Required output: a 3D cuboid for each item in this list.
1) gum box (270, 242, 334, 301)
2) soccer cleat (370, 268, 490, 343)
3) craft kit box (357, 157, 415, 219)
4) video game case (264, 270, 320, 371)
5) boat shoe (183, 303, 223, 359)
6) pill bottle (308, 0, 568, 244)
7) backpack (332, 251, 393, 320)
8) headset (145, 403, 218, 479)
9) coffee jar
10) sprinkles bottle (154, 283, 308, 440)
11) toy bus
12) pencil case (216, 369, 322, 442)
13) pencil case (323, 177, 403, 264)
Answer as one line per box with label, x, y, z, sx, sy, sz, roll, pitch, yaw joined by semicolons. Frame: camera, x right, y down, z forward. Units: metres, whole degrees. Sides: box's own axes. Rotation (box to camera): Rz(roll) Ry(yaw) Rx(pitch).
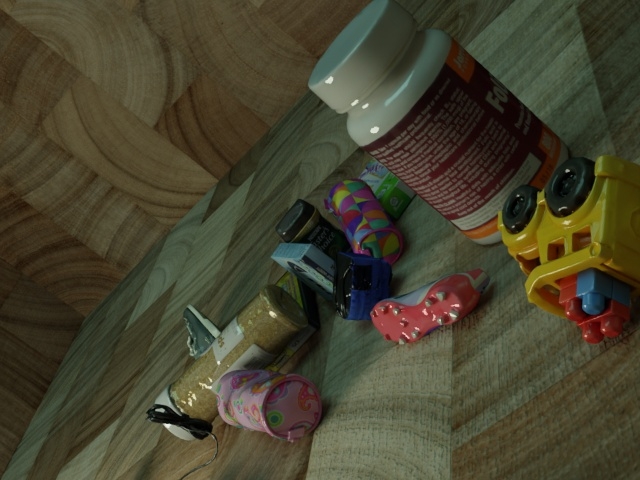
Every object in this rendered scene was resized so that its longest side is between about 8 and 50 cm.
gum box;-0.001;0.065;1.909;0.041;0.157;0.184;-55;17;-11
soccer cleat;0.171;0.104;1.546;0.095;0.083;0.248;-33;2;-32
craft kit box;0.173;-0.162;2.109;0.247;0.061;0.250;-57;17;-7
video game case;-0.108;0.197;2.094;0.248;0.035;0.275;-48;22;14
boat shoe;-0.299;0.240;2.399;0.099;0.116;0.319;-50;22;-7
pill bottle;0.186;-0.192;1.547;0.224;0.392;0.224;-45;18;19
backpack;0.076;0.087;1.769;0.098;0.101;0.120;-158;74;-76
headset;-0.295;0.502;1.723;0.243;0.185;0.394;-14;52;63
coffee jar;0.000;0.000;1.991;0.096;0.184;0.079;-51;17;4
sprinkles bottle;-0.181;0.248;1.952;0.355;0.121;0.121;-46;18;15
toy bus;0.324;0.029;1.209;0.220;0.149;0.212;-30;43;55
pencil case;-0.100;0.298;1.767;0.124;0.124;0.284;-57;17;-18
pencil case;0.085;-0.035;1.921;0.104;0.104;0.236;-48;30;10
